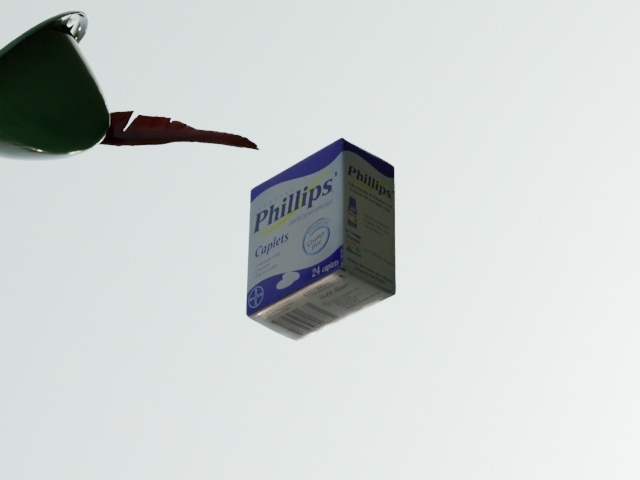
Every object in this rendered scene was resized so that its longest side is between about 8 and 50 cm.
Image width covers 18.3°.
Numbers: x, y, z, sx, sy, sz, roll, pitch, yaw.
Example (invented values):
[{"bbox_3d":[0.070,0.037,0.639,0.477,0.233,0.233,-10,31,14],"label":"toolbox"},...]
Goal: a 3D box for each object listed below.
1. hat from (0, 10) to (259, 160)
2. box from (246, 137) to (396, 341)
[{"bbox_3d":[-0.204,-0.077,1.690,0.208,0.183,0.173,-41,-4,12],"label":"hat"},{"bbox_3d":[0.000,0.000,1.771,0.072,0.126,0.137,28,-131,-36],"label":"box"}]
